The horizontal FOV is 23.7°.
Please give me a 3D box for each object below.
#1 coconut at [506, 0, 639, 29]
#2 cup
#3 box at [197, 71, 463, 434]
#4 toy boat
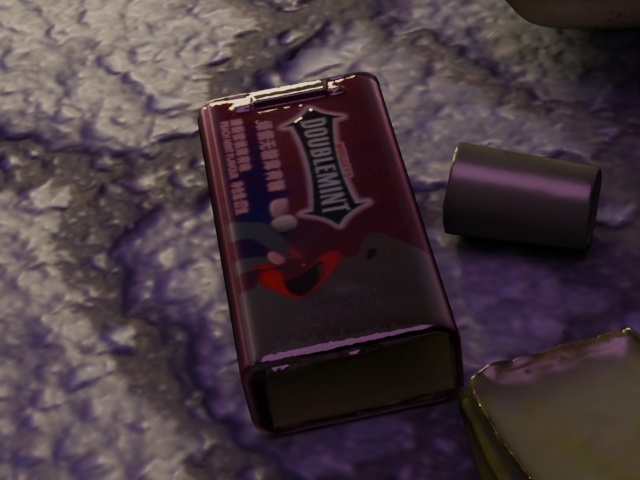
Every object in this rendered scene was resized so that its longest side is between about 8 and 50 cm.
[{"bbox_3d":[0.187,-0.251,0.977,0.202,0.222,0.202,0,-2,0],"label":"coconut"},{"bbox_3d":[0.119,-0.023,0.890,0.083,0.075,0.054,10,83,15],"label":"cup"},{"bbox_3d":[0.000,0.000,0.864,0.120,0.069,0.224,-12,43,-3],"label":"box"},{"bbox_3d":[0.149,0.133,0.684,0.111,0.084,0.276,-16,42,-10],"label":"toy boat"}]
